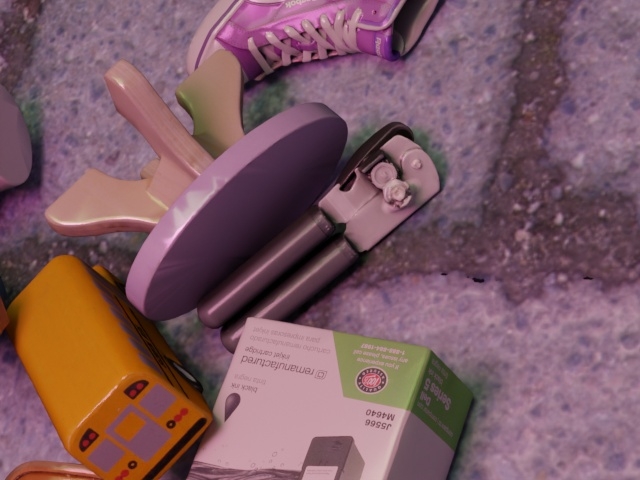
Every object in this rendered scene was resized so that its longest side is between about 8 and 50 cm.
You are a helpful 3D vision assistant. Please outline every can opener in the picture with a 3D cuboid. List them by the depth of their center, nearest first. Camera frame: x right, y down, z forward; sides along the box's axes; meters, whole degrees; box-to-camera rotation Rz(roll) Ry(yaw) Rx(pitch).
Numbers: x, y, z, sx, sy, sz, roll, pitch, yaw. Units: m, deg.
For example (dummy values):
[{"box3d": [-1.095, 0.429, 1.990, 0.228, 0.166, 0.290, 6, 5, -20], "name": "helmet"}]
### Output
[{"box3d": [0.000, 0.000, 1.752, 0.280, 0.074, 0.093, -42, 18, -1], "name": "can opener"}]

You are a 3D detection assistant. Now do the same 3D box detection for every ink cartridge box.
[{"box3d": [-0.007, 0.224, 1.586, 0.198, 0.115, 0.273, 8, 67, 31], "name": "ink cartridge box"}]

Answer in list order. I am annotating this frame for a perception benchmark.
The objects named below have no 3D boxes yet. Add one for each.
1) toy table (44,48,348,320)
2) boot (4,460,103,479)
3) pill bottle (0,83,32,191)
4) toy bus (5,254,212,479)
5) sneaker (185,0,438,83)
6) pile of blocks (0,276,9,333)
[{"box3d": [-0.125, -0.064, 1.754, 0.161, 0.252, 0.274, 39, 61, 23], "name": "toy table"}, {"box3d": [-0.290, 0.330, 1.686, 0.283, 0.109, 0.220, -8, 66, 11], "name": "boot"}, {"box3d": [-0.490, -0.075, 1.968, 0.323, 0.181, 0.181, -17, 56, 18], "name": "pill bottle"}, {"box3d": [-0.210, 0.115, 1.691, 0.108, 0.130, 0.332, -47, 32, 2], "name": "toy bus"}, {"box3d": [-0.002, -0.222, 1.851, 0.282, 0.102, 0.161, -37, 55, 4], "name": "sneaker"}, {"box3d": [-0.411, 0.018, 1.786, 0.149, 0.112, 0.362, -30, 23, -32], "name": "pile of blocks"}]
